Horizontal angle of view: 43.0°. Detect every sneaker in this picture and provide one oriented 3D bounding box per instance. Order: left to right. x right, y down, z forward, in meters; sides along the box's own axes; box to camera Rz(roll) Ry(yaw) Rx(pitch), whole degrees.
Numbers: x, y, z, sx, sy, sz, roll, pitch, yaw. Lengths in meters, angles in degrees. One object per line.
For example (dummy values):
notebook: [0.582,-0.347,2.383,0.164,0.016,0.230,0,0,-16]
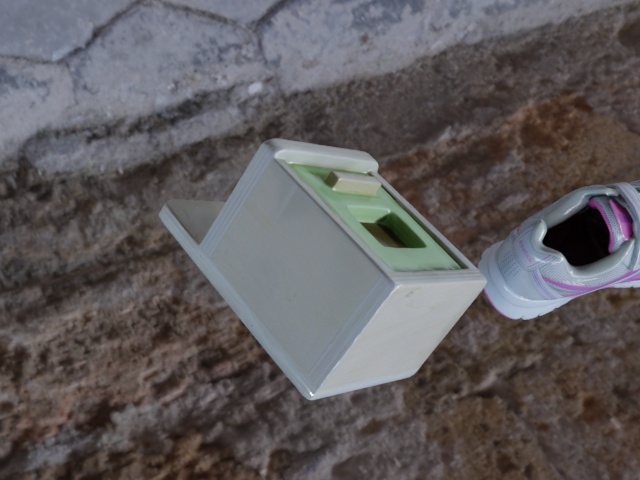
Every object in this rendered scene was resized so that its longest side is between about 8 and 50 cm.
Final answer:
sneaker: [0.278,-0.004,0.763,0.252,0.103,0.111,-22,163,-14]

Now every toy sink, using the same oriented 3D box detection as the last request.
toy sink: [0.000,0.000,0.699,0.153,0.234,0.131,2,128,-52]
